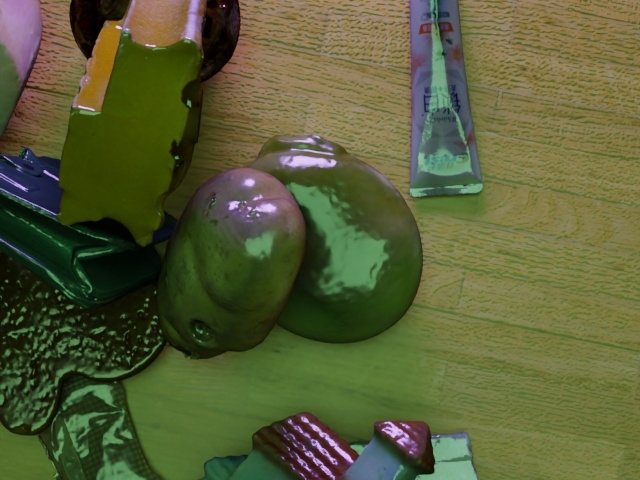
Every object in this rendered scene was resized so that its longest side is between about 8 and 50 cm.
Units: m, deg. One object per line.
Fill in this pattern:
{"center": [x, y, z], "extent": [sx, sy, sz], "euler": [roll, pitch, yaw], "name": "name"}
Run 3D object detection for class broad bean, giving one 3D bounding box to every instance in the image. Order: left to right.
{"center": [0.000, 0.000, 1.761], "extent": [0.238, 0.119, 0.291], "euler": [-40, 82, 3], "name": "broad bean"}

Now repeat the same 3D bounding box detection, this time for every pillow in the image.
{"center": [-0.296, 0.280, 1.784], "extent": [0.135, 0.034, 0.211], "euler": [-26, 82, 0], "name": "pillow"}

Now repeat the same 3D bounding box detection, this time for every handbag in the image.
{"center": [-0.308, -0.029, 1.673], "extent": [0.238, 0.326, 0.089], "euler": [30, 100, 4], "name": "handbag"}

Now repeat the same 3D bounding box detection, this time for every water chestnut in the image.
{"center": [-0.217, -0.299, 1.752], "extent": [0.223, 0.238, 0.224], "euler": [-1, 86, 12], "name": "water chestnut"}

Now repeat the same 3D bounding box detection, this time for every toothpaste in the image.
{"center": [0.158, -0.221, 1.817], "extent": [0.100, 0.066, 0.323], "euler": [-4, 89, 1], "name": "toothpaste"}

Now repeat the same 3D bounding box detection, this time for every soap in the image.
{"center": [-0.203, -0.173, 1.561], "extent": [0.143, 0.281, 0.259], "euler": [16, 116, -8], "name": "soap"}

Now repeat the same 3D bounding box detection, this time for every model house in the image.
{"center": [0.010, 0.341, 1.656], "extent": [0.295, 0.252, 0.329], "euler": [35, 85, 34], "name": "model house"}

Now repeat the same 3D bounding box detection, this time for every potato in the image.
{"center": [-0.112, 0.036, 1.657], "extent": [0.141, 0.296, 0.192], "euler": [-2, 56, -38], "name": "potato"}

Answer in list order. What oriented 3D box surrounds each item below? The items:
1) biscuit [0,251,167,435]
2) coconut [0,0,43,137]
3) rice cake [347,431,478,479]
{"center": [-0.408, 0.120, 1.788], "extent": [0.431, 0.064, 0.283], "euler": [-4, 75, 0], "name": "biscuit"}
{"center": [-0.528, -0.258, 1.717], "extent": [0.352, 0.352, 0.353], "euler": [0, 84, 1], "name": "coconut"}
{"center": [0.100, 0.315, 1.768], "extent": [0.211, 0.038, 0.124], "euler": [-11, 84, 0], "name": "rice cake"}
